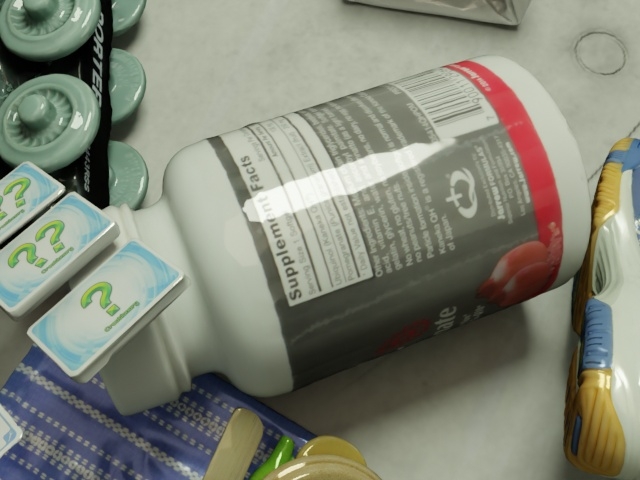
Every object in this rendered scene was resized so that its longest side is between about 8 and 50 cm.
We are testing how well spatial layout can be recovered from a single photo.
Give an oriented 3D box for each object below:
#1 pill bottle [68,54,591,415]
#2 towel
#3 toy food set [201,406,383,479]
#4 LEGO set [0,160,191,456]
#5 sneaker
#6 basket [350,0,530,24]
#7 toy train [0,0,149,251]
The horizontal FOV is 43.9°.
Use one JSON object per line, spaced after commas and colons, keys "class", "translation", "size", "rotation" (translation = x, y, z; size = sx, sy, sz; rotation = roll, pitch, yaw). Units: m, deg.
{"class": "pill bottle", "translation": [0.000, 0.000, 0.538], "size": [0.318, 0.176, 0.176], "rotation": [-19, 70, -11]}
{"class": "towel", "translation": [-0.169, 0.224, 0.525], "size": [0.243, 0.040, 0.336], "rotation": [29, 70, 9]}
{"class": "toy food set", "translation": [-0.001, 0.199, 0.527], "size": [0.192, 0.038, 0.132], "rotation": [30, 77, -14]}
{"class": "LEGO set", "translation": [-0.215, 0.051, 0.410], "size": [0.182, 0.060, 0.244], "rotation": [31, 66, 37]}
{"class": "sneaker", "translation": [0.239, 0.041, 0.530], "size": [0.131, 0.112, 0.296], "rotation": [8, 44, 14]}
{"class": "basket", "translation": [0.109, -0.272, 0.691], "size": [0.167, 0.113, 0.103], "rotation": [10, 64, 3]}
{"class": "toy train", "translation": [-0.243, -0.135, 0.619], "size": [0.190, 0.142, 0.334], "rotation": [-8, 68, 6]}
